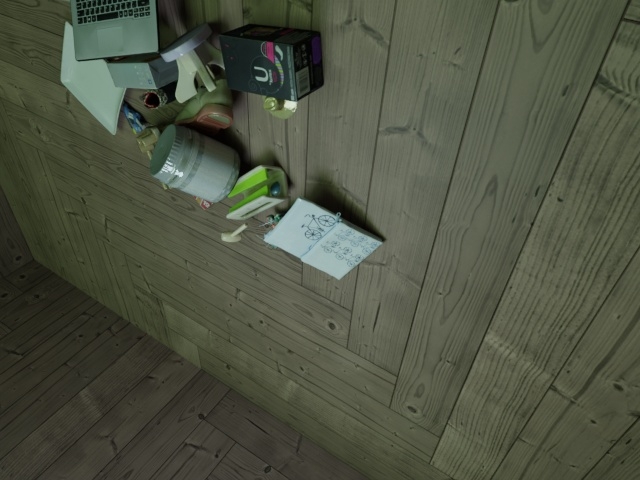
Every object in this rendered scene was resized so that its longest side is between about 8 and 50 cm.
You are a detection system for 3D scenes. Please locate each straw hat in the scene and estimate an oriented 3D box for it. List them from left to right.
[{"bbox_3d":[-0.151,-0.446,1.606,0.144,0.061,0.145,22,135,24],"label":"straw hat"}]

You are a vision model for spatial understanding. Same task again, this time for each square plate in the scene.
[{"bbox_3d":[-0.947,-0.673,2.097,0.347,0.049,0.344,45,139,0],"label":"square plate"}]

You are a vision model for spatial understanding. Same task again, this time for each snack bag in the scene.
[{"bbox_3d":[0.000,0.000,1.776,0.342,0.037,0.323,28,142,-15],"label":"snack bag"}]

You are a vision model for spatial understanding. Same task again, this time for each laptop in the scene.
[{"bbox_3d":[-0.710,-0.774,1.487,0.381,0.236,0.408,6,103,27],"label":"laptop"}]

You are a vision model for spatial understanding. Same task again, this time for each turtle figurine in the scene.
[{"bbox_3d":[-0.133,-0.053,1.876,0.234,0.118,0.175,12,143,14],"label":"turtle figurine"}]

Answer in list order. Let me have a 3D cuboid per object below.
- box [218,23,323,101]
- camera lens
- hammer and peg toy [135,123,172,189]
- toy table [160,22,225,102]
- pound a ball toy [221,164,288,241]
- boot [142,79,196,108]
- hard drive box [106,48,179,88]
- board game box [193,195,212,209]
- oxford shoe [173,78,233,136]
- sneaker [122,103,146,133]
[{"bbox_3d":[-0.144,-0.527,1.470,0.270,0.143,0.165,19,133,28],"label":"box"},{"bbox_3d":[-0.445,-0.274,1.808,0.274,0.220,0.219,22,154,-36],"label":"camera lens"},{"bbox_3d":[-0.628,-0.339,2.025,0.361,0.127,0.266,24,143,63],"label":"hammer and peg toy"},{"bbox_3d":[-0.385,-0.571,1.586,0.252,0.274,0.161,-24,121,14],"label":"toy table"},{"bbox_3d":[-0.247,-0.127,1.869,0.319,0.135,0.208,-21,72,47],"label":"pound a ball toy"},{"bbox_3d":[-0.584,-0.535,1.804,0.236,0.178,0.085,5,126,36],"label":"boot"},{"bbox_3d":[-0.599,-0.607,1.758,0.232,0.181,0.089,11,129,32],"label":"hard drive box"},{"bbox_3d":[-0.455,-0.223,2.071,0.259,0.039,0.124,-27,104,46],"label":"board game box"},{"bbox_3d":[-0.414,-0.466,1.789,0.397,0.140,0.147,0,82,50],"label":"oxford shoe"},{"bbox_3d":[-0.782,-0.515,2.092,0.144,0.059,0.053,60,167,9],"label":"sneaker"}]
